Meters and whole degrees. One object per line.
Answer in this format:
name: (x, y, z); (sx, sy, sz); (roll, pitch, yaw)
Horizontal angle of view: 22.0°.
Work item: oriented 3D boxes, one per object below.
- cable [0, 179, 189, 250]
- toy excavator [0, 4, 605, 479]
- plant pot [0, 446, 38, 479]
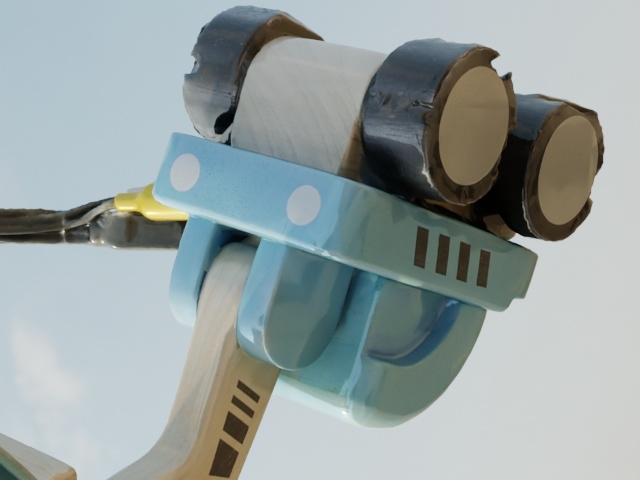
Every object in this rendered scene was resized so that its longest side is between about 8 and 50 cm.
cable: (-0.194, -0.029, 1.416); (0.139, 0.287, 0.072); (-9, -79, -82)
toy excavator: (-0.033, 0.064, 1.126); (0.433, 0.222, 0.445); (17, -91, -53)
plant pot: (-0.239, 0.190, 0.633); (0.196, 0.293, 0.293); (-2, 74, 62)
